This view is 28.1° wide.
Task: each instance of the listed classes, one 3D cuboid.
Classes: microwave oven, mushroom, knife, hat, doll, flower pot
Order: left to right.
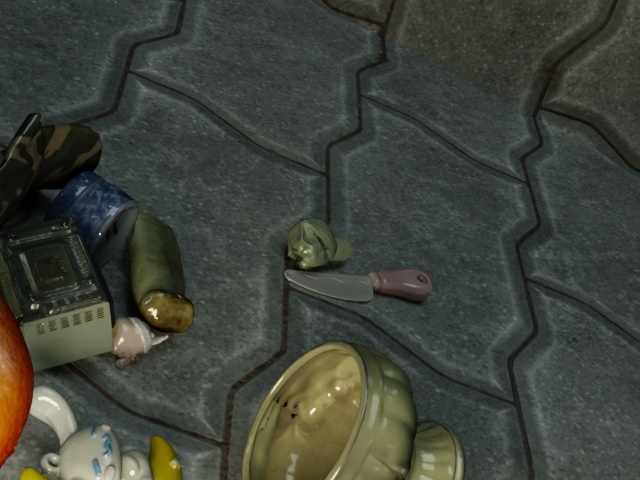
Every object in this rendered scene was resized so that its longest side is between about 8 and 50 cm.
[{"bbox_3d":[-0.526,-0.071,2.074,0.381,0.366,0.257,29,55,-55],"label":"hat"},{"bbox_3d":[-0.411,0.075,1.942,0.163,0.129,0.205,-17,47,-18],"label":"microwave oven"},{"bbox_3d":[-0.294,0.320,1.726,0.237,0.111,0.252,16,41,-22],"label":"doll"},{"bbox_3d":[-0.304,0.162,2.020,0.127,0.073,0.084,9,68,-25],"label":"doll"},{"bbox_3d":[-0.278,0.056,2.175,0.100,0.081,0.312,37,16,-28],"label":"mushroom"},{"bbox_3d":[0.002,0.004,2.516,0.166,0.081,0.122,3,28,-46],"label":"hat"},{"bbox_3d":[0.057,0.321,1.885,0.244,0.307,0.307,33,24,-29],"label":"flower pot"},{"bbox_3d":[0.078,0.092,2.513,0.336,0.043,0.081,1,46,-31],"label":"knife"}]

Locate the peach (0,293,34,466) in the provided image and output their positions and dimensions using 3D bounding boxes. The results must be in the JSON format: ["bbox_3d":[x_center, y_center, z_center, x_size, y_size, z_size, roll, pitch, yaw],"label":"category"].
[{"bbox_3d":[-0.526,0.165,1.527,0.388,0.388,0.388,22,30,-14],"label":"peach"}]

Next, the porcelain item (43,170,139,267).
[{"bbox_3d":[-0.391,-0.035,2.157,0.114,0.147,0.147,35,29,8],"label":"porcelain item"}]
